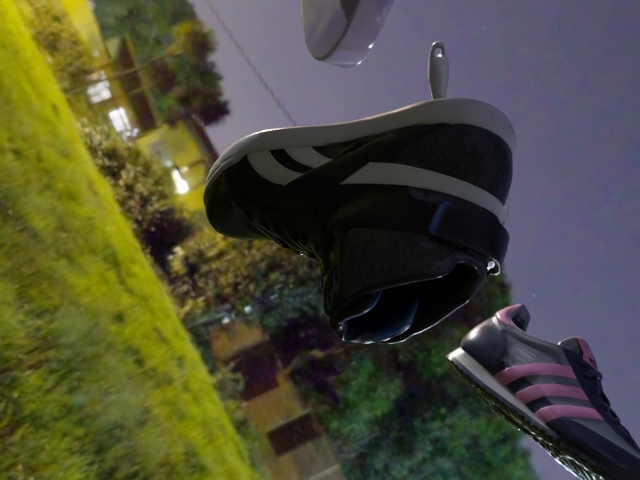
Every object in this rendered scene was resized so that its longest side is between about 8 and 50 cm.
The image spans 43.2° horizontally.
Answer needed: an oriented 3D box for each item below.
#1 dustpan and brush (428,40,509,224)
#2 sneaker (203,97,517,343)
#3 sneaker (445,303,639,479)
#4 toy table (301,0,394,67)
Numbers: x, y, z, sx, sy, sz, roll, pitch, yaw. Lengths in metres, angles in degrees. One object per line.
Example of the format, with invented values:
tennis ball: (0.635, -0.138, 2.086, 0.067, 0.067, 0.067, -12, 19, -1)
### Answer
dustpan and brush: (0.135, -0.108, 0.880, 0.060, 0.147, 0.211, -111, -167, -53)
sneaker: (0.000, 0.000, 0.451, 0.217, 0.121, 0.079, -12, -35, 40)
sneaker: (0.286, 0.177, 0.909, 0.319, 0.131, 0.112, 38, -10, 43)
toy table: (-0.029, -0.285, 0.635, 0.252, 0.161, 0.274, 133, -37, -54)
